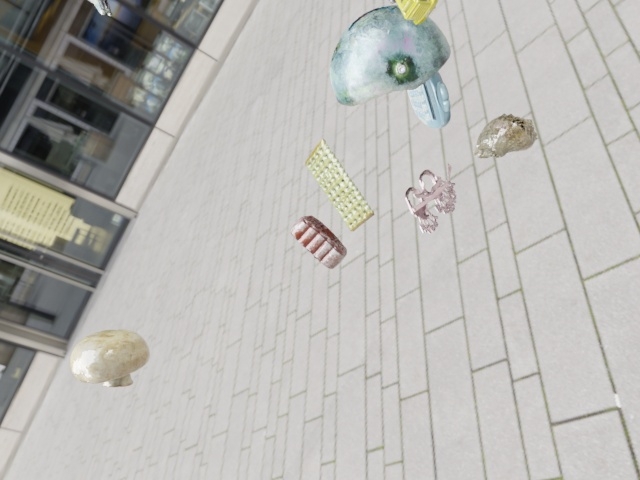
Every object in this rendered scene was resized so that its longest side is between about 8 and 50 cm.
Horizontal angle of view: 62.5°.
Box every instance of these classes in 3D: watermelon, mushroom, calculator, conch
[{"bbox_3d":[0.164,-0.474,1.341,0.322,0.188,0.175,-30,31,8],"label":"watermelon"},{"bbox_3d":[-0.463,0.262,1.163,0.166,0.166,0.127,-11,85,57],"label":"mushroom"},{"bbox_3d":[0.316,-0.420,1.537,0.042,0.188,0.302,-21,18,-5],"label":"calculator"},{"bbox_3d":[0.533,-0.296,1.545,0.207,0.130,0.155,-37,8,-5],"label":"conch"}]

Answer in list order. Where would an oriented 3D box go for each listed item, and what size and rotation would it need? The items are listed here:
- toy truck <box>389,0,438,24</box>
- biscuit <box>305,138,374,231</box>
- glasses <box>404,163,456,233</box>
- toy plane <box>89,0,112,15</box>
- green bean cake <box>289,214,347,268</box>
[{"bbox_3d":[0.192,-0.631,1.181,0.136,0.111,0.285,139,115,-66],"label":"toy truck"},{"bbox_3d":[0.044,-0.136,1.354,0.016,0.231,0.139,-31,-5,-29],"label":"biscuit"},{"bbox_3d":[0.369,-0.133,1.655,0.095,0.162,0.255,-11,27,52],"label":"glasses"},{"bbox_3d":[-0.508,-0.586,1.210,0.088,0.192,0.262,-28,57,-16],"label":"toy plane"},{"bbox_3d":[0.000,0.000,1.212,0.056,0.136,0.135,-47,-3,11],"label":"green bean cake"}]
